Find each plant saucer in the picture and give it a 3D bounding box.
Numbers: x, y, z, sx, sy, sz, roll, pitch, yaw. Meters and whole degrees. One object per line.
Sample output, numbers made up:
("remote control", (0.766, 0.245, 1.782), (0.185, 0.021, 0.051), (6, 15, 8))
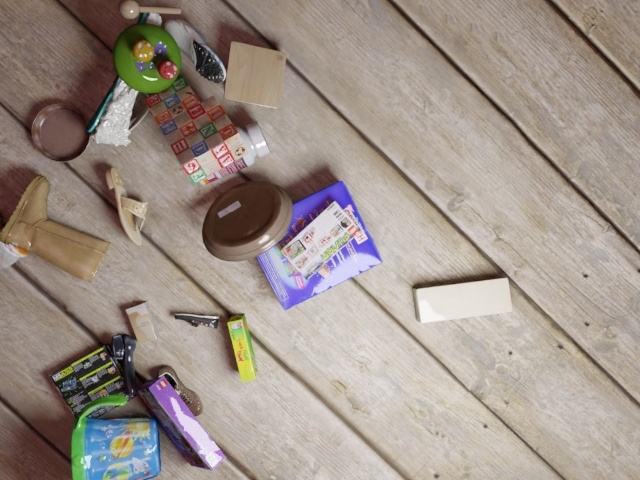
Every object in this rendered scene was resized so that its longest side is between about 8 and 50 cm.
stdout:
("plant saucer", (-0.749, -0.311, 1.692), (0.169, 0.029, 0.168), (0, 94, -1))
("plant saucer", (-0.212, -0.065, 1.630), (0.278, 0.041, 0.277), (-11, 52, 15))

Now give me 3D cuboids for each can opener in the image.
("can opener", (-0.573, 0.368, 1.721), (0.073, 0.059, 0.186), (-9, 84, -26))

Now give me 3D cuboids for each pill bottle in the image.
("pill bottle", (-0.263, -0.253, 1.663), (0.221, 0.121, 0.121), (-23, 95, 0))

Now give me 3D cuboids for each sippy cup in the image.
("sippy cup", (-0.576, 0.607, 1.665), (0.224, 0.240, 0.305), (-6, 139, -15))

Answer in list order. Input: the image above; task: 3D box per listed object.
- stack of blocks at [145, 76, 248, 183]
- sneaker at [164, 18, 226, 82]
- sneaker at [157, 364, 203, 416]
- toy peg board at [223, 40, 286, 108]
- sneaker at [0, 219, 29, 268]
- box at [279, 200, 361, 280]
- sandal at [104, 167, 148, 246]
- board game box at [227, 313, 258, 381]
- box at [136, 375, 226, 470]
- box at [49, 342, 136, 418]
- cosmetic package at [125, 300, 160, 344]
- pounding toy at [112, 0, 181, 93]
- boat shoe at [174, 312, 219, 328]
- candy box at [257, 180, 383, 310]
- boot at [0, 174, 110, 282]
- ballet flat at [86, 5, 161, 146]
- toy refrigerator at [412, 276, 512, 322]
("stack of blocks", (-0.342, -0.315, 1.594), (0.171, 0.087, 0.297), (-32, 59, -5))
("sneaker", (-0.340, -0.540, 1.639), (0.237, 0.086, 0.085), (47, 132, 9))
("sneaker", (-0.426, 0.459, 1.737), (0.066, 0.071, 0.188), (-40, 94, 1))
("toy peg board", (-0.194, -0.472, 1.682), (0.161, 0.079, 0.161), (7, 95, -18))
("sneaker", (-0.975, -0.026, 1.676), (0.121, 0.099, 0.262), (-40, 93, 6))
("box", (0.000, 0.000, 1.610), (0.207, 0.036, 0.114), (-42, 93, 1))
("sandal", (-0.542, -0.107, 1.684), (0.079, 0.088, 0.240), (-22, 90, 6))
("board game box", (-0.229, 0.316, 1.721), (0.043, 0.092, 0.181), (-13, 94, -1))
("box", (-0.411, 0.527, 1.682), (0.057, 0.201, 0.293), (-39, 96, -33))
("box", (-0.678, 0.432, 1.743), (0.191, 0.045, 0.184), (-29, 92, 2))
("cosmetic package", (-0.529, 0.246, 1.733), (0.060, 0.041, 0.115), (-21, 94, 0))
("pounding toy", (-0.440, -0.504, 1.530), (0.183, 0.110, 0.236), (-3, 109, -32))
("boat shoe", (-0.370, 0.239, 1.733), (0.133, 0.049, 0.042), (8, 86, -7))
("candy box", (-0.019, 0.013, 1.690), (0.317, 0.122, 0.268), (-26, 93, 2))
("boot", (-0.742, -0.034, 1.684), (0.270, 0.089, 0.236), (25, 71, -15))
("ballet flat", (-0.525, -0.452, 1.655), (0.147, 0.147, 0.408), (27, 96, -3))
("toy refrigerator", (0.417, 0.176, 1.731), (0.270, 0.094, 0.102), (-8, 88, -2))
